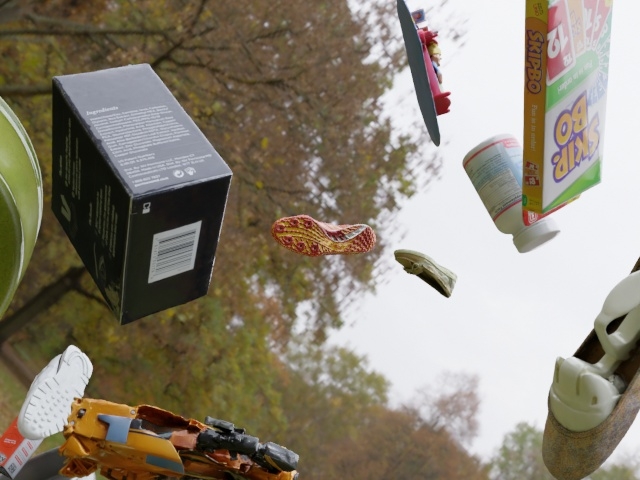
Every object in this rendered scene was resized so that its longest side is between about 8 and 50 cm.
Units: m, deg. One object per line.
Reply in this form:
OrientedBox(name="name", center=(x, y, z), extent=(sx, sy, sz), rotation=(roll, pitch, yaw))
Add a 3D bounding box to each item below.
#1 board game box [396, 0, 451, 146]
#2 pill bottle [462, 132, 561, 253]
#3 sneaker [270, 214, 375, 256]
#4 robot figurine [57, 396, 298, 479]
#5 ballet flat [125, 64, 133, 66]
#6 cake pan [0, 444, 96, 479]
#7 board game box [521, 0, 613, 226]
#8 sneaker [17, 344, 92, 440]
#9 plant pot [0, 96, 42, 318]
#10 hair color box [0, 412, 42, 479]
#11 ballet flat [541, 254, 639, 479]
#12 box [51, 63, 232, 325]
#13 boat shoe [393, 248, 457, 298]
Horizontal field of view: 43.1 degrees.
OrientedBox(name="board game box", center=(0.121, -0.186, 0.879), extent=(0.133, 0.033, 0.168), rotation=(-100, 173, -64))
OrientedBox(name="pill bottle", center=(0.274, -0.066, 1.154), extent=(0.087, 0.087, 0.160), rotation=(99, -32, -67))
OrientedBox(name="sneaker", center=(0.000, 0.000, 1.258), extent=(0.175, 0.064, 0.067), rotation=(9, -11, -28))
OrientedBox(name="robot figurine", center=(-0.171, 0.276, 1.005), extent=(0.291, 0.085, 0.211), rotation=(17, -31, -7))
OrientedBox(name="ballet flat", center=(-0.272, -0.146, 1.033), extent=(0.049, 0.173, 0.057), rotation=(33, 3, -36))
OrientedBox(name="cake pan", center=(-0.523, 0.457, 1.421), extent=(0.293, 0.293, 0.054), rotation=(1, -63, 66))
OrientedBox(name="board game box", center=(0.273, -0.147, 0.902), extent=(0.039, 0.124, 0.259), rotation=(25, -51, 44))
OrientedBox(name="sneaker", center=(-0.489, 0.286, 1.457), extent=(0.090, 0.095, 0.235), rotation=(57, 17, -16))
OrientedBox(name="plant pot", center=(-0.443, -0.019, 0.805), extent=(0.366, 0.366, 0.353), rotation=(56, -15, -25))
OrientedBox(name="hair color box", center=(-0.553, 0.365, 1.514), extent=(0.043, 0.141, 0.072), rotation=(23, -35, 13))
OrientedBox(name="ballet flat", center=(0.333, 0.133, 0.938), extent=(0.106, 0.315, 0.107), rotation=(28, 5, -37))
OrientedBox(name="box", center=(-0.163, -0.042, 0.707), extent=(0.158, 0.093, 0.156), rotation=(51, -38, 29))
OrientedBox(name="boat shoe", center=(0.209, 0.065, 1.636), extent=(0.153, 0.048, 0.056), rotation=(30, -24, -24))
